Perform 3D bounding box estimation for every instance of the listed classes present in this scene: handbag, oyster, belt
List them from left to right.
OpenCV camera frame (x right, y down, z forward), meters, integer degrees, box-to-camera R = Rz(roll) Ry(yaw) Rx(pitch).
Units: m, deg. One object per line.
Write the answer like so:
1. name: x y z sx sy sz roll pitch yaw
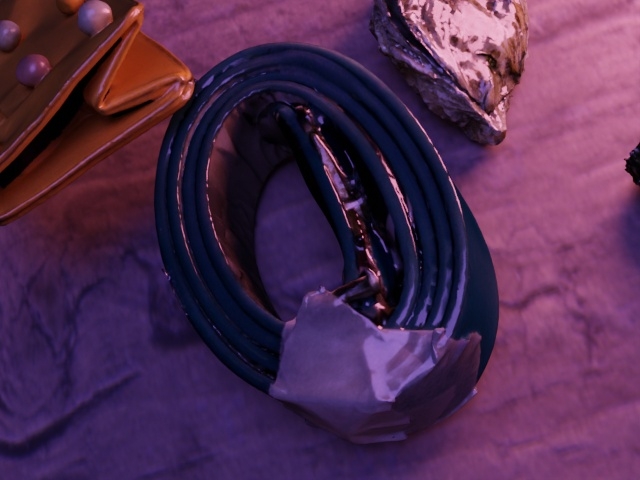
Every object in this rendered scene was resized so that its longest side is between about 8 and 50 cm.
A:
1. handbag: -0.337 -0.185 1.141 0.283 0.133 0.401 -45 37 -5
2. belt: 0.000 -0.001 1.023 0.300 0.173 0.437 -32 57 7
3. oyster: 0.150 -0.245 1.151 0.198 0.112 0.268 16 60 -2

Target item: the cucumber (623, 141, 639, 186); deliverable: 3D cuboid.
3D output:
1. cucumber: 0.432 0.035 0.950 0.096 0.096 0.359 -28 64 -1
